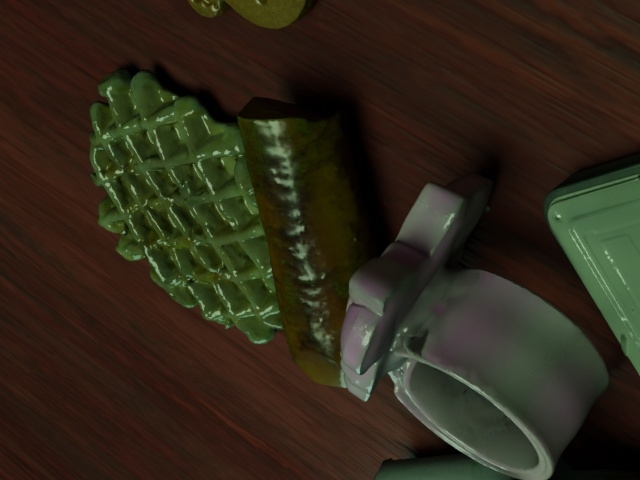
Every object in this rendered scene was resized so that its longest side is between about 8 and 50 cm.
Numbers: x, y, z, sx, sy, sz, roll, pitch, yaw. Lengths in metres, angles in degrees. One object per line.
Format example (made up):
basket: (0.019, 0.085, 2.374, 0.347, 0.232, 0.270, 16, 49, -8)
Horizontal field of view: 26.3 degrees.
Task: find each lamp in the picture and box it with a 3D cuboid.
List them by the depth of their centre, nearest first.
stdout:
lamp: (0.329, 0.042, 1.045, 0.266, 0.047, 0.269, -20, 107, 51)

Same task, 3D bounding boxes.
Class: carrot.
carrot: (0.000, 0.000, 1.308, 0.114, 0.114, 0.302, 13, 127, 40)

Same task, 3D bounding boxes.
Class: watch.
watch: (0.143, 0.088, 1.185, 0.217, 0.211, 0.248, 33, 159, 12)

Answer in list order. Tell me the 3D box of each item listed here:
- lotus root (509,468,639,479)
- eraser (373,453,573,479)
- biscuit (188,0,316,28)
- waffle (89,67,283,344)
lotus root: (0.199, 0.285, 1.229, 0.322, 0.140, 0.158, -2, 114, 3)
eraser: (0.174, 0.294, 1.407, 0.227, 0.081, 0.174, -17, 108, 53)
biscuit: (-0.086, -0.263, 1.225, 0.225, 0.036, 0.166, 30, 138, 24)
waffle: (-0.138, -0.035, 1.465, 0.309, 0.056, 0.292, 37, 143, 19)
